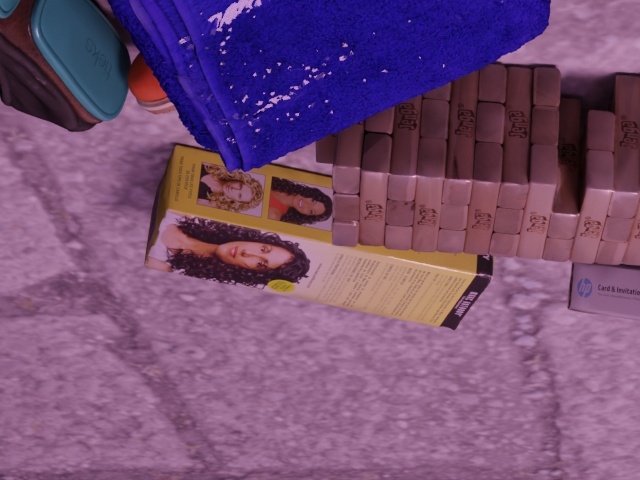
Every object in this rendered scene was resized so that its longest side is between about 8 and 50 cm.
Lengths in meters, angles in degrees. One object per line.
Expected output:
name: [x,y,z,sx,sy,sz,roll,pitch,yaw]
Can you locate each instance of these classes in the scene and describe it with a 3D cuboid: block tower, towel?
block tower: [0.161,-0.045,1.158,0.335,0.097,0.091,5,149,2]
towel: [-0.004,-0.149,0.933,0.228,0.076,0.308,-19,153,6]

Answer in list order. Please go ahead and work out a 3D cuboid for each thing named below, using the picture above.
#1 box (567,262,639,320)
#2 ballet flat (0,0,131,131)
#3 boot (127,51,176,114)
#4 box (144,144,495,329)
box: [0.281,0.042,1.227,0.145,0.038,0.186,4,-179,-40]
ballet flat: [-0.188,-0.149,1.045,0.096,0.095,0.280,10,151,16]
boot: [-0.082,-0.137,1.084,0.085,0.059,0.158,25,135,-25]
box: [0.000,0.000,1.293,0.232,0.058,0.087,11,149,-10]
